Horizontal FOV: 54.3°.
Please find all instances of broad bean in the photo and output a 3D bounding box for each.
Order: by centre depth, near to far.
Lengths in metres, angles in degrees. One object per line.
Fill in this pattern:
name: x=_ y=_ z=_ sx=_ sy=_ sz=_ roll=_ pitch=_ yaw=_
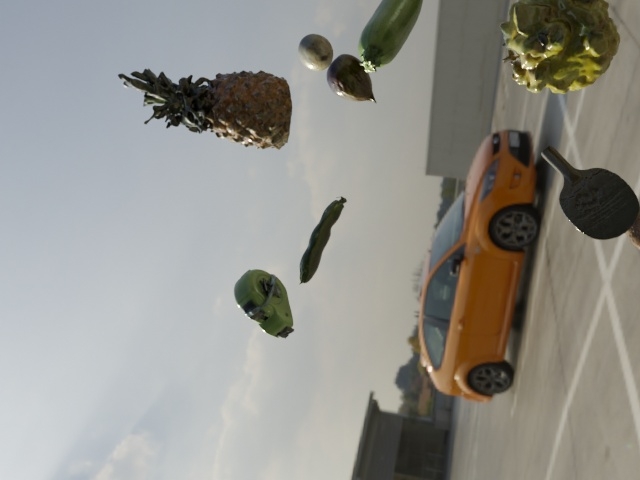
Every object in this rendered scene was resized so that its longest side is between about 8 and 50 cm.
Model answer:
broad bean: x=-0.002 y=-0.001 z=1.610 sx=0.065 sy=0.046 sz=0.254 roll=23 pitch=-88 yaw=-62

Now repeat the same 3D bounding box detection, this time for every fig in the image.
fig: x=0.088 y=-0.407 z=1.612 sx=0.103 sy=0.155 sz=0.109 roll=-50 pitch=-11 yaw=1

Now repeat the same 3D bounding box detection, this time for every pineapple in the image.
pineapple: x=-0.230 y=-0.273 z=1.252 sx=0.169 sy=0.341 sz=0.169 roll=-175 pitch=90 yaw=-82

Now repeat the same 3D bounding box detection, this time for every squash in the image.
squash: x=0.171 y=-0.526 z=1.530 sx=0.107 sy=0.107 sz=0.395 roll=84 pitch=-156 yaw=-46

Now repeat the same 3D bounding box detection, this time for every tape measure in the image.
tape measure: x=-0.162 y=0.163 z=1.789 sx=0.175 sy=0.106 sz=0.200 roll=30 pitch=-146 yaw=-36

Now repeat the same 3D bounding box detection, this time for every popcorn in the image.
popcorn: x=0.438 y=-0.377 z=1.156 sx=0.218 sy=0.189 sz=0.169 roll=63 pitch=-169 yaw=0

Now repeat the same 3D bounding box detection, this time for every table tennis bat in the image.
table tennis bat: x=0.538 y=-0.105 z=1.269 sx=0.234 sy=0.131 sz=0.022 roll=56 pitch=-169 yaw=23

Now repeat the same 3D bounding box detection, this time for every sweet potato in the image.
sweet potato: x=0.715 y=-0.044 z=1.413 sx=0.060 sy=0.068 sz=0.205 roll=68 pitch=-166 yaw=-44

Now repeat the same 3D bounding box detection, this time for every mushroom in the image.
mushroom: x=-0.005 y=-0.421 z=1.378 sx=0.079 sy=0.085 sz=0.085 roll=-52 pitch=-29 yaw=-34
